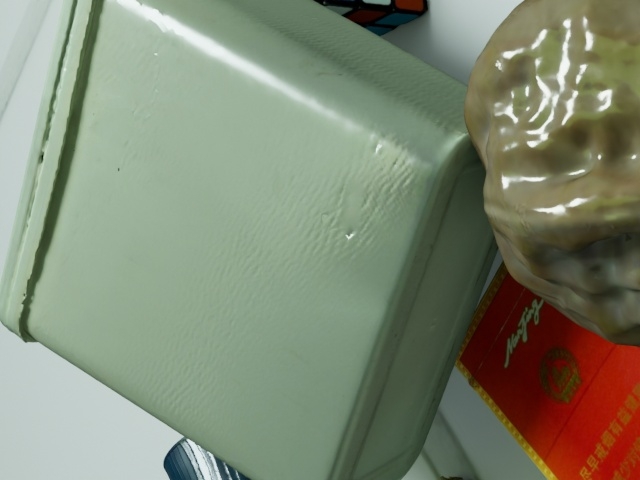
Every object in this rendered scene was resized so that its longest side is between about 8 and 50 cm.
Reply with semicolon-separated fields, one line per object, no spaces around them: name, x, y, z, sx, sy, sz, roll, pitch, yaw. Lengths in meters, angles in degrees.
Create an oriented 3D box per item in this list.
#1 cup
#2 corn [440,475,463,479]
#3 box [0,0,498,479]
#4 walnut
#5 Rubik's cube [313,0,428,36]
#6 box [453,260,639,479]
cup;-0.067;0.259;1.441;0.113;0.150;0.138;-33;60;9
corn;0.124;0.230;1.239;0.083;0.027;0.028;57;139;32
box;-0.050;-0.014;1.165;0.344;0.177;0.352;30;116;25
walnut;0.227;-0.058;0.938;0.273;0.227;0.273;-5;82;36
Rubik's cube;-0.018;-0.258;1.321;0.151;0.154;0.155;-17;76;52
box;0.210;0.108;1.096;0.240;0.074;0.153;51;132;38
